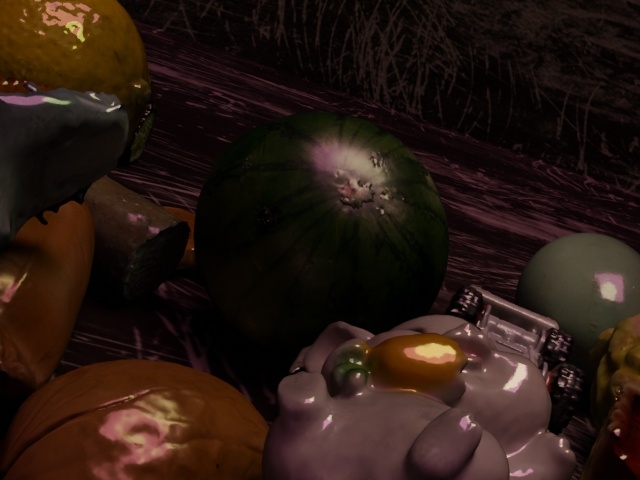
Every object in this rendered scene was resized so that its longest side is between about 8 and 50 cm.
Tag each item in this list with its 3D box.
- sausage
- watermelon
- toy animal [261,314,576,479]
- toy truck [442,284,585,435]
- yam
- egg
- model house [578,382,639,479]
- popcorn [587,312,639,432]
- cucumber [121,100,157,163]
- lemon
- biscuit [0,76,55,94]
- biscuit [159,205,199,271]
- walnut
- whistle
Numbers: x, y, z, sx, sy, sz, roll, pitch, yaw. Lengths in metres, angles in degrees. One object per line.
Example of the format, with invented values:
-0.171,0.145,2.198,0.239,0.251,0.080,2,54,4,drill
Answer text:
-0.233,0.041,0.804,0.112,0.112,0.328,16,17,-12,sausage
0.001,-0.001,0.981,0.242,0.242,0.242,18,16,-6,watermelon
0.063,0.133,0.738,0.209,0.154,0.325,1,8,-4,toy animal
0.169,0.124,1.010,0.136,0.111,0.286,24,15,6,toy truck
-0.256,-0.031,1.029,0.259,0.106,0.106,28,18,20,yam
0.311,0.080,1.215,0.168,0.168,0.231,19,17,-2,egg
0.209,0.211,0.631,0.160,0.196,0.254,14,17,-13,model house
0.385,0.149,1.009,0.259,0.212,0.259,-19,21,8,popcorn
-0.403,-0.209,1.442,0.359,0.096,0.096,22,16,4,cucumber
-0.338,-0.192,1.200,0.320,0.245,0.245,15,14,17,lemon
-0.333,-0.063,0.807,0.305,0.038,0.305,-18,-7,-2,biscuit
-0.160,0.003,1.148,0.226,0.036,0.166,4,22,-37,biscuit
-0.112,0.128,0.709,0.211,0.087,0.167,3,21,-45,walnut
-0.272,-0.023,0.648,0.189,0.189,0.348,29,41,28,whistle
